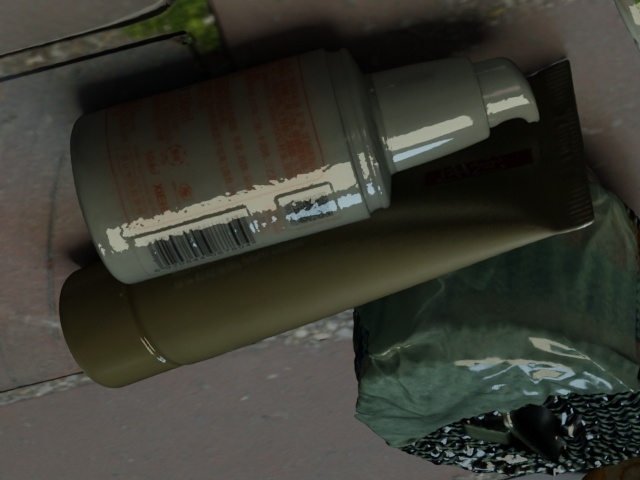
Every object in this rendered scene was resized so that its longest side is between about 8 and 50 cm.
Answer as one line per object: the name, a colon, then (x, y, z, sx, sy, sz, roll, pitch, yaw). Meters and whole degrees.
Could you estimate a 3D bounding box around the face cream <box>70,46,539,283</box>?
face cream: (-0.006, -0.054, 0.804, 0.251, 0.101, 0.101, -16, 145, 4)

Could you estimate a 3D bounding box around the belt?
belt: (0.126, 0.065, 0.966, 0.207, 0.150, 0.257, -12, 152, 23)

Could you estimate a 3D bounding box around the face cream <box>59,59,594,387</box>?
face cream: (0.000, 0.000, 0.876, 0.341, 0.137, 0.084, -22, 130, 22)

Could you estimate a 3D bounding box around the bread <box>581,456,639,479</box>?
bread: (0.309, 0.253, 1.319, 0.149, 0.122, 0.073, 8, 138, -28)

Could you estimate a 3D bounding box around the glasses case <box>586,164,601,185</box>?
glasses case: (0.154, -0.043, 0.936, 0.032, 0.021, 0.083, -25, 144, 26)

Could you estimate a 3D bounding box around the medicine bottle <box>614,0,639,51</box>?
medicine bottle: (0.233, -0.166, 0.730, 0.183, 0.086, 0.086, -24, 144, 16)
